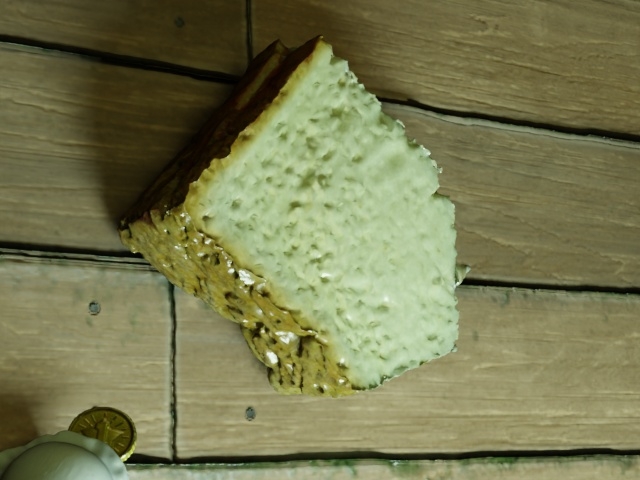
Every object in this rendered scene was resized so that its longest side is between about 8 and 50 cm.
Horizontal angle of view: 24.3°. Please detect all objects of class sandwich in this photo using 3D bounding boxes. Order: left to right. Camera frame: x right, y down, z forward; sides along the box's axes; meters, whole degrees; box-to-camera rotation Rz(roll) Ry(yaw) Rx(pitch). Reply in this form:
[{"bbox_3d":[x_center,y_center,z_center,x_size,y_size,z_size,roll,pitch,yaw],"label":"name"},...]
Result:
[{"bbox_3d":[0.000,0.000,1.438,0.325,0.131,0.262,46,57,-17],"label":"sandwich"}]

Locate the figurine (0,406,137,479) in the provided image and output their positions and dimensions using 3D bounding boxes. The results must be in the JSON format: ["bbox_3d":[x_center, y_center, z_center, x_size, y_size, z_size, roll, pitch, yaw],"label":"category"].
[{"bbox_3d":[-0.239,0.237,1.215,0.143,0.143,0.271,41,62,-23],"label":"figurine"}]
